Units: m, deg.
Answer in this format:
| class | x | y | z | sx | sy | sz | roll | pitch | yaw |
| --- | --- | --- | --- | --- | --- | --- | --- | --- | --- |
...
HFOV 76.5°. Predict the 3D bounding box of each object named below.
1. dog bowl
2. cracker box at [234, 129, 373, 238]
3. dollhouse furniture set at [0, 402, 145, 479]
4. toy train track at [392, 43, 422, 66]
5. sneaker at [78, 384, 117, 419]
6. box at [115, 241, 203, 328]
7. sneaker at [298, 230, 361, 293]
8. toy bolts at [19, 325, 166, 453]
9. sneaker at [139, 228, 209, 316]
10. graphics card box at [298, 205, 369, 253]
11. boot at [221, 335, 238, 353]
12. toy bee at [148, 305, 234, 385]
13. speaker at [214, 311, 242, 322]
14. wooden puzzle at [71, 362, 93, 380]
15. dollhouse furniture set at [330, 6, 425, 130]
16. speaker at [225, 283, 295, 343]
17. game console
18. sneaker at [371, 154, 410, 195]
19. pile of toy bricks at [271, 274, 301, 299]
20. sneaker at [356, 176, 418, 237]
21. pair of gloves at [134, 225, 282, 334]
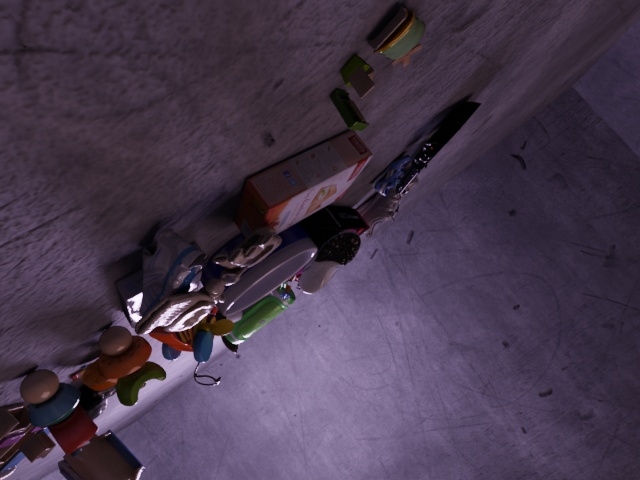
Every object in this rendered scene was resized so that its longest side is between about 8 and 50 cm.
| class | x | y | z | sx | sy | sz | roll | pitch | yaw |
| --- | --- | --- | --- | --- | --- | --- | --- | --- | --- |
| dog bowl | -0.141 | 0.057 | 0.943 | 0.265 | 0.104 | 0.265 | -36 | 171 | -7 |
| cracker box | -0.032 | -0.092 | 0.729 | 0.232 | 0.067 | 0.156 | -33 | 171 | -28 |
| dollhouse furniture set | -0.587 | 0.526 | 0.885 | 0.198 | 0.303 | 0.286 | -47 | 174 | -14 |
| toy train track | 0.117 | -0.272 | 0.562 | 0.048 | 0.014 | 0.083 | -30 | 166 | 4 |
| sneaker | -0.630 | 0.436 | 1.105 | 0.234 | 0.078 | 0.106 | -45 | 166 | 24 |
| box | -0.289 | 0.086 | 0.744 | 0.145 | 0.038 | 0.186 | -32 | 170 | -30 |
| sneaker | 0.022 | 0.050 | 1.074 | 0.237 | 0.085 | 0.086 | -48 | -170 | 33 |
| toy bolts | -0.474 | 0.267 | 0.816 | 0.218 | 0.158 | 0.228 | 7 | -145 | 37 |
| sneaker | -0.237 | 0.050 | 0.609 | 0.191 | 0.083 | 0.071 | -47 | 175 | 35 |
| graphics card box | 0.000 | 0.000 | 1.227 | 0.233 | 0.094 | 0.371 | -39 | 169 | 16 |
| boot | -0.355 | 0.381 | 1.704 | 0.106 | 0.082 | 0.219 | -46 | -156 | -2 |
| toy bee | -0.304 | 0.206 | 0.948 | 0.298 | 0.195 | 0.162 | 115 | -15 | -52 |
| speaker | -0.335 | 0.277 | 1.473 | 0.055 | 0.055 | 0.136 | -39 | 171 | 10 |
| wooden puzzle | -0.555 | 0.309 | 0.951 | 0.049 | 0.006 | 0.083 | -30 | 169 | -35 |
| dollhouse furniture set | 0.082 | -0.216 | 0.528 | 0.151 | 0.059 | 0.076 | -39 | 166 | 32 |
| speaker | -0.244 | 0.277 | 1.595 | 0.296 | 0.131 | 0.131 | -38 | 171 | 7 |
| game console | 0.321 | -0.253 | 1.204 | 0.213 | 0.044 | 0.361 | -45 | 174 | -23 |
| sneaker | 0.217 | -0.191 | 1.195 | 0.144 | 0.059 | 0.053 | -45 | 167 | 31 |
| pile of toy bricks | -0.111 | 0.113 | 1.410 | 0.212 | 0.118 | 0.105 | 113 | -2 | -55 |
| sneaker | 0.242 | -0.124 | 1.445 | 0.281 | 0.115 | 0.105 | -40 | 170 | 18 |
| pair of gloves | -0.158 | 0.068 | 0.647 | 0.240 | 0.042 | 0.204 | -40 | 175 | -5 |
